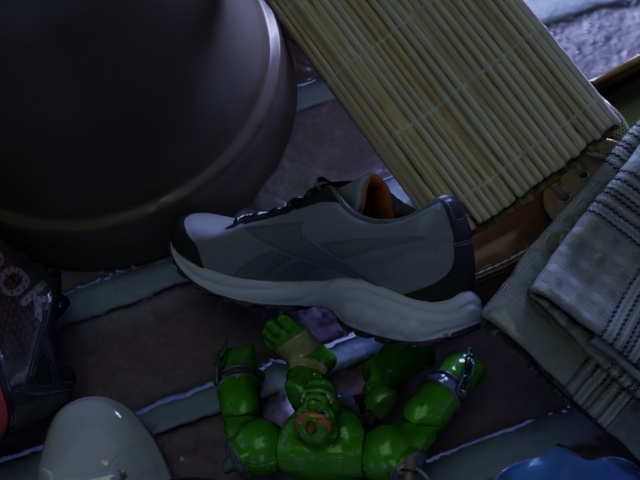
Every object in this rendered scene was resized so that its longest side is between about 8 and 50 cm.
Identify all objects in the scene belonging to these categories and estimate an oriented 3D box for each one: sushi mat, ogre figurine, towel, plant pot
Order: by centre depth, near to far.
[{"bbox_3d":[0.313,0.041,0.806,0.312,0.056,0.324,41,73,1],"label":"towel"},{"bbox_3d":[0.012,0.121,0.856,0.197,0.097,0.118,14,45,0],"label":"ogre figurine"},{"bbox_3d":[0.063,-0.157,0.882,0.151,0.019,0.316,-38,75,12],"label":"sushi mat"},{"bbox_3d":[-0.201,-0.181,0.952,0.323,0.280,0.323,-5,59,8],"label":"plant pot"}]

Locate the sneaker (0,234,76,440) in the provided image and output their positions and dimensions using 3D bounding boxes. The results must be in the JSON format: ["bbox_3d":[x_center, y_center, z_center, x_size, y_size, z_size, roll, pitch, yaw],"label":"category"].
[{"bbox_3d":[-0.271,0.032,0.924,0.135,0.097,0.276,-10,65,-42],"label":"sneaker"}]

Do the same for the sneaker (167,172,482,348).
[{"bbox_3d":[0.000,0.000,0.875,0.271,0.100,0.108,9,103,38],"label":"sneaker"}]

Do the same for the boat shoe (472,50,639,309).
[{"bbox_3d":[0.198,-0.066,0.911,0.324,0.120,0.122,-32,60,-9],"label":"boat shoe"}]

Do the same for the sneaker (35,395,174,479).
[{"bbox_3d":[-0.149,0.222,0.804,0.106,0.123,0.290,-14,58,3],"label":"sneaker"}]

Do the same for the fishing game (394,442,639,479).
[{"bbox_3d":[0.170,0.225,0.780,0.264,0.041,0.189,11,61,-4],"label":"fishing game"}]

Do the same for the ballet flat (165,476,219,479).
[{"bbox_3d":[-0.022,0.211,0.817,0.203,0.074,0.074,14,64,10],"label":"ballet flat"}]

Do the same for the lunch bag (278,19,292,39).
[{"bbox_3d":[-0.022,-0.222,1.065,0.053,0.071,0.083,-25,57,-10],"label":"lunch bag"}]
